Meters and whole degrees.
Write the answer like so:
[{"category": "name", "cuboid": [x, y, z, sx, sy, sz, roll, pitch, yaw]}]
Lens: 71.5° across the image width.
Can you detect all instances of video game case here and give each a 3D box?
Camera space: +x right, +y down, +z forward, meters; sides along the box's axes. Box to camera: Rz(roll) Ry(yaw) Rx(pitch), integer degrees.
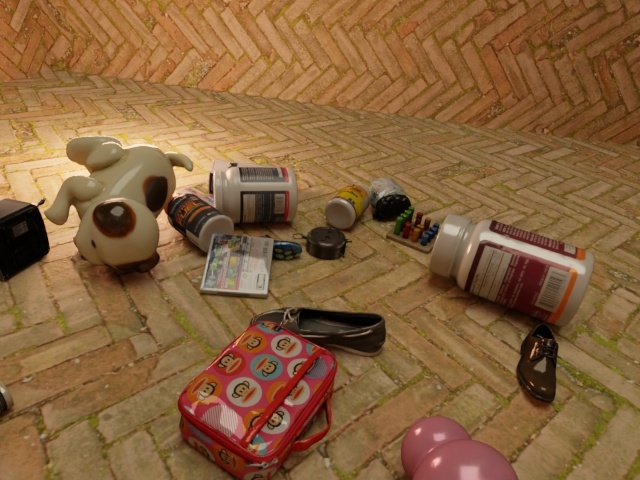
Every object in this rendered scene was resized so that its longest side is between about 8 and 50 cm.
[{"category": "video game case", "cuboid": [-0.433, -0.152, 1.640, 0.212, 0.023, 0.193, 26, 37, 30]}, {"category": "video game case", "cuboid": [-0.232, 0.069, 1.264, 0.183, 0.023, 0.201, 5, 51, -4]}]

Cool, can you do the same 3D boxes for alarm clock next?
[{"category": "alarm clock", "cuboid": [0.000, 0.000, 1.444, 0.192, 0.064, 0.129, 11, 32, 12]}]

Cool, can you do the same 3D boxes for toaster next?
[{"category": "toaster", "cuboid": [-0.834, -0.013, 1.197, 0.110, 0.168, 0.186, 14, 33, 13]}]

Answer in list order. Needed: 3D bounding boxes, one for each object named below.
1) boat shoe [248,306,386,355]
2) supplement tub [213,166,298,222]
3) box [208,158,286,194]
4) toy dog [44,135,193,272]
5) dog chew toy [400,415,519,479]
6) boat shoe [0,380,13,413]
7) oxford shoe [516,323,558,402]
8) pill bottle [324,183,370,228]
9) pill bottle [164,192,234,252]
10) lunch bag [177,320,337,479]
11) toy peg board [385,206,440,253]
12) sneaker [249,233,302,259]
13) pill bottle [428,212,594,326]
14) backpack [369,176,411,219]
[{"category": "boat shoe", "cuboid": [-0.006, 0.200, 1.080, 0.335, 0.096, 0.112, 7, 31, 1]}, {"category": "supplement tub", "cuboid": [-0.224, -0.155, 1.524, 0.272, 0.191, 0.191, -2, 32, -14]}, {"category": "box", "cuboid": [-0.276, -0.232, 1.709, 0.289, 0.087, 0.169, 5, 27, -11]}, {"category": "toy dog", "cuboid": [-0.558, -0.083, 1.283, 0.395, 0.285, 0.408, -7, 44, -7]}, {"category": "dog chew toy", "cuboid": [0.237, 0.416, 0.694, 0.206, 0.207, 0.332, -5, 25, -18]}, {"category": "boat shoe", "cuboid": [-0.680, 0.272, 0.855, 0.206, 0.075, 0.065, 26, 33, 21]}, {"category": "oxford shoe", "cuboid": [0.520, 0.280, 1.054, 0.082, 0.096, 0.227, 16, 34, 11]}, {"category": "pill bottle", "cuboid": [0.108, -0.134, 1.624, 0.117, 0.117, 0.215, 18, 33, 18]}, {"category": "pill bottle", "cuboid": [-0.396, -0.068, 1.408, 0.245, 0.131, 0.130, 30, 38, 34]}, {"category": "lunch bag", "cuboid": [-0.101, 0.311, 0.872, 0.258, 0.120, 0.293, 24, 37, 20]}, {"category": "toy peg board", "cuboid": [0.340, -0.045, 1.563, 0.160, 0.079, 0.161, 23, 35, 25]}, {"category": "sneaker", "cuboid": [-0.149, 0.013, 1.384, 0.188, 0.067, 0.078, 5, 37, 2]}, {"category": "pill bottle", "cuboid": [0.529, 0.071, 1.272, 0.392, 0.224, 0.224, 22, 34, 22]}, {"category": "backpack", "cuboid": [0.256, -0.164, 1.707, 0.151, 0.115, 0.182, -4, 30, -12]}]
